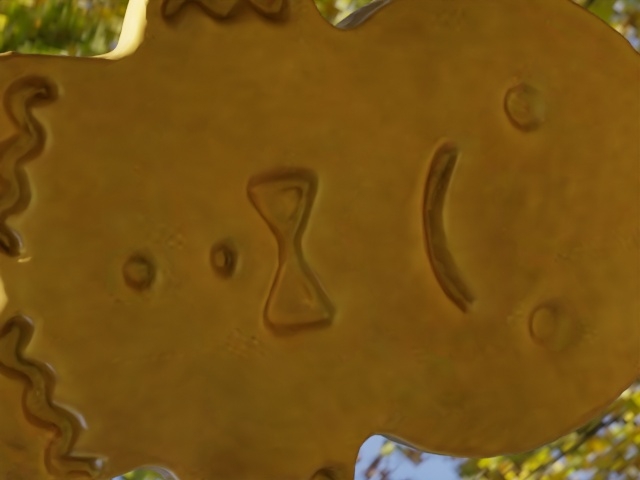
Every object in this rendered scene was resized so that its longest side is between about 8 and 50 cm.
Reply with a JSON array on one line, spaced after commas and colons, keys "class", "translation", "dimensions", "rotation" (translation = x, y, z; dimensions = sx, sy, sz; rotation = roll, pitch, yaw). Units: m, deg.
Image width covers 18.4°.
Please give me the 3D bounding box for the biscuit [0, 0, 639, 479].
[{"class": "biscuit", "translation": [0.001, 0.000, 0.844], "dimensions": [0.355, 0.052, 0.275], "rotation": [-4, -86, -17]}]
